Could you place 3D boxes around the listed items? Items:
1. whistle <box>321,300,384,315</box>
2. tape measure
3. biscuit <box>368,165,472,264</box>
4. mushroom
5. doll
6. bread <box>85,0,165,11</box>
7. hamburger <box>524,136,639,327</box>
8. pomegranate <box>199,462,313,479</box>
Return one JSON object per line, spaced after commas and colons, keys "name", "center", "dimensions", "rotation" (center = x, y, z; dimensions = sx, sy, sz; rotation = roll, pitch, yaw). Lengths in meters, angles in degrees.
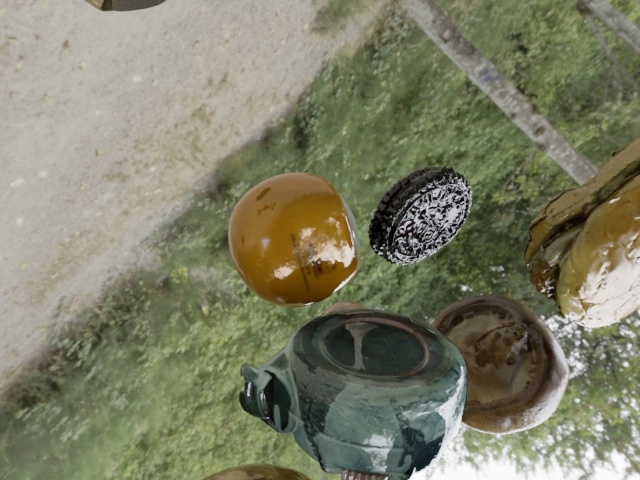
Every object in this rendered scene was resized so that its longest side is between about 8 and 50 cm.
{"name": "whistle", "center": [0.030, 0.282, 1.127], "dimensions": [0.348, 0.189, 0.189], "rotation": [-46, -175, 19]}
{"name": "tape measure", "center": [0.063, 0.203, 0.644], "dimensions": [0.256, 0.275, 0.147], "rotation": [-27, 125, -56]}
{"name": "biscuit", "center": [0.167, -0.037, 0.752], "dimensions": [0.194, 0.195, 0.053], "rotation": [-48, -132, 11]}
{"name": "mushroom", "center": [0.312, 0.221, 0.822], "dimensions": [0.253, 0.153, 0.253], "rotation": [-20, -125, 32]}
{"name": "doll", "center": [-0.053, -0.009, 0.730], "dimensions": [0.213, 0.213, 0.236], "rotation": [-49, -151, -1]}
{"name": "bread", "center": [-0.347, -0.463, 0.699], "dimensions": [0.142, 0.212, 0.224], "rotation": [-38, -168, 35]}
{"name": "hamburger", "center": [0.444, -0.002, 0.662], "dimensions": [0.283, 0.259, 0.144], "rotation": [-40, -134, 14]}
{"name": "pomegranate", "center": [-0.100, 0.456, 0.637], "dimensions": [0.281, 0.281, 0.281], "rotation": [-48, -176, 5]}
